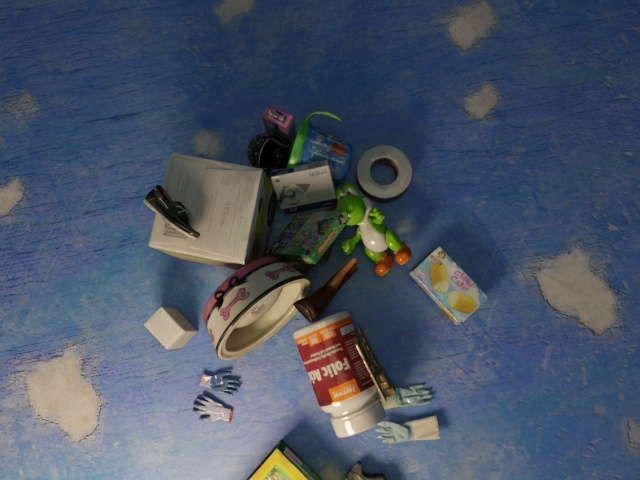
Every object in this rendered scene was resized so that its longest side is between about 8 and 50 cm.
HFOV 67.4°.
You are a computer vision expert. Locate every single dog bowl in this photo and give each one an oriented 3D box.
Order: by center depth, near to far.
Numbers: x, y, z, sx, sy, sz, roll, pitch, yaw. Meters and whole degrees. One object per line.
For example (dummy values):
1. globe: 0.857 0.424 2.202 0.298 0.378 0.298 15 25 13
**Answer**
1. dog bowl: -0.230 0.225 1.682 0.408 0.408 0.150 -41 70 -5

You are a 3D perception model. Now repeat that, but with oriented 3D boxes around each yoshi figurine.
1. yoshi figurine: 0.168 -0.041 1.764 0.203 0.203 0.362 -39 96 -14

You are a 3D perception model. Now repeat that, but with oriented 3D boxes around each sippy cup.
1. sippy cup: -0.002 -0.323 1.861 0.224 0.305 0.240 18 51 -6

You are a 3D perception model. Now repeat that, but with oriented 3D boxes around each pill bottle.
1. pill bottle: 0.070 0.468 1.703 0.224 0.224 0.392 -22 79 -2

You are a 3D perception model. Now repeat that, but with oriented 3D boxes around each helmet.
1. helmet: -0.206 -0.346 1.886 0.162 0.169 0.169 12 80 -14

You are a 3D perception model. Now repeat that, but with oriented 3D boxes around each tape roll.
1. tape roll: 0.250 -0.264 1.908 0.219 0.072 0.219 0 80 1

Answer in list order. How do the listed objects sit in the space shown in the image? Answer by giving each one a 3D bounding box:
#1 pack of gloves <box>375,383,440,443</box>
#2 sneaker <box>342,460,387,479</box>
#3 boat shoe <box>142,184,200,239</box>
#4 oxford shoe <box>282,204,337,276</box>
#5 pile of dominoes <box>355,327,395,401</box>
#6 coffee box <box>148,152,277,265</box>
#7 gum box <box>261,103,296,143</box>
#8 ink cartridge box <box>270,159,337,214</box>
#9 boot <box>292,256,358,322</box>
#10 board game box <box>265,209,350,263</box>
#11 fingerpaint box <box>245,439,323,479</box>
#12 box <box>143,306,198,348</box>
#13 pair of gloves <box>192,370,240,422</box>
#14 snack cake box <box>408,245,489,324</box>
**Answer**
1. pack of gloves: 0.306 0.637 1.768 0.232 0.046 0.195 -4 68 -2
2. sneaker: 0.219 0.895 1.684 0.300 0.111 0.121 30 78 5
3. boat shoe: -0.473 -0.089 1.555 0.233 0.084 0.079 40 86 14
4. oxford shoe: 0.000 0.000 1.864 0.364 0.130 0.132 -45 114 -13
5. pile of dominoes: 0.195 0.424 1.691 0.040 0.196 0.251 -24 100 11
6. coffee box: -0.369 -0.083 1.759 0.338 0.334 0.337 10 80 7
7. gum box: -0.161 -0.456 1.896 0.107 0.188 0.062 26 81 6
8. ink cartridge box: -0.056 -0.186 1.818 0.223 0.224 0.045 -12 45 6
9. boot: 0.040 0.174 1.739 0.280 0.264 0.096 -44 72 -4
10. board game box: -0.054 -0.016 1.736 0.046 0.317 0.213 49 67 -24
11. fingerpaint box: -0.105 0.995 1.645 0.445 0.163 0.371 41 83 8
12. box: -0.550 0.324 1.776 0.130 0.170 0.091 43 84 9
13. pair of gloves: -0.390 0.582 1.801 0.159 0.023 0.198 13 81 2
14. snack cake box: 0.480 0.170 1.814 0.152 0.089 0.264 -42 81 -5
